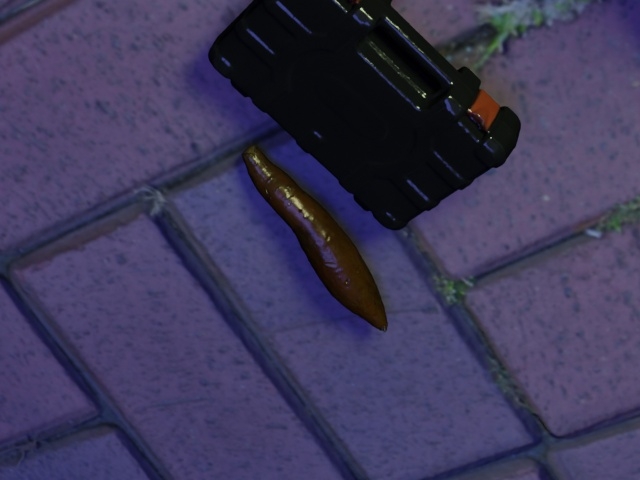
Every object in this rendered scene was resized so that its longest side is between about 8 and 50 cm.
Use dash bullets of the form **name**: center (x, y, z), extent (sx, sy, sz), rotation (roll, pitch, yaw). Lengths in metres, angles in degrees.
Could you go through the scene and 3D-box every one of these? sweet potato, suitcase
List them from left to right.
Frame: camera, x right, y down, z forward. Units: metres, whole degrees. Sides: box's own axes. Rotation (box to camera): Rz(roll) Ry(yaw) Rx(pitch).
- **sweet potato**: center (0.001, -0.001, 1.453), extent (0.057, 0.057, 0.265), rotation (-27, 107, 26)
- **suitcase**: center (0.042, -0.151, 1.316), extent (0.285, 0.066, 0.206), rotation (42, 138, -12)
